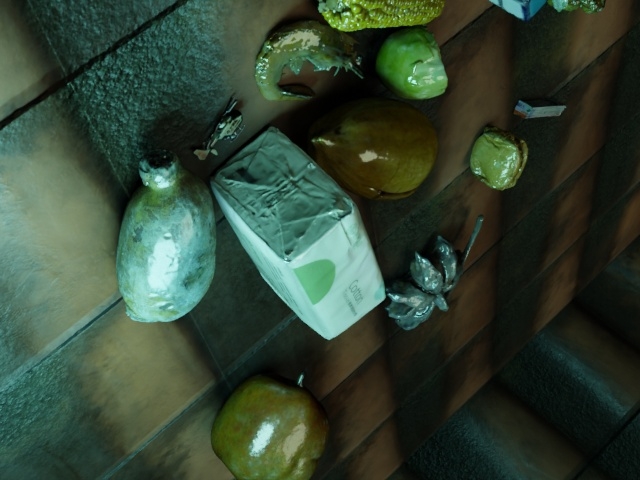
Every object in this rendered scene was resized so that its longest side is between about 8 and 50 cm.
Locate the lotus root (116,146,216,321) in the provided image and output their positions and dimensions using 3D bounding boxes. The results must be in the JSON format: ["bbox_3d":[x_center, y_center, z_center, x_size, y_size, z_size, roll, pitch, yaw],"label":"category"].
[{"bbox_3d":[-0.255,0.002,1.534,0.175,0.175,0.350,-24,142,-38],"label":"lotus root"}]

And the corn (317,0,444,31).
[{"bbox_3d":[0.121,-0.430,1.611,0.313,0.102,0.102,-20,140,-46],"label":"corn"}]

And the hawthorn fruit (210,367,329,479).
[{"bbox_3d":[-0.107,0.434,2.145,0.267,0.267,0.301,11,106,-58],"label":"hawthorn fruit"}]

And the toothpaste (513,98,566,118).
[{"bbox_3d":[0.581,-0.347,2.389,0.196,0.047,0.040,-13,131,-48],"label":"toothpaste"}]

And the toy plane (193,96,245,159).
[{"bbox_3d":[-0.171,-0.187,1.561,0.121,0.031,0.049,-54,145,3],"label":"toy plane"}]

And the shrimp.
[{"bbox_3d":[-0.020,-0.306,1.610,0.173,0.058,0.253,-50,149,17],"label":"shrimp"}]

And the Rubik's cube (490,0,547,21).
[{"bbox_3d":[0.309,-0.593,1.479,0.287,0.293,0.292,-46,149,-6],"label":"Rubik's cube"}]

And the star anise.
[{"bbox_3d":[0.306,0.108,2.453,0.315,0.139,0.360,-20,140,-51],"label":"star anise"}]

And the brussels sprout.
[{"bbox_3d":[0.169,-0.333,1.749,0.122,0.149,0.152,-22,128,0],"label":"brussels sprout"}]

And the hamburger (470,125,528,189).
[{"bbox_3d":[0.446,-0.206,2.275,0.083,0.138,0.147,-14,129,-52],"label":"hamburger"}]

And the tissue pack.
[{"bbox_3d":[-0.032,-0.003,1.724,0.194,0.266,0.356,-39,150,-9],"label":"tissue pack"}]

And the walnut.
[{"bbox_3d":[0.092,-0.183,1.753,0.336,0.209,0.209,2,123,-51],"label":"walnut"}]

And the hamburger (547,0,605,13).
[{"bbox_3d":[0.527,-0.602,1.894,0.168,0.192,0.288,60,47,-65],"label":"hamburger"}]
